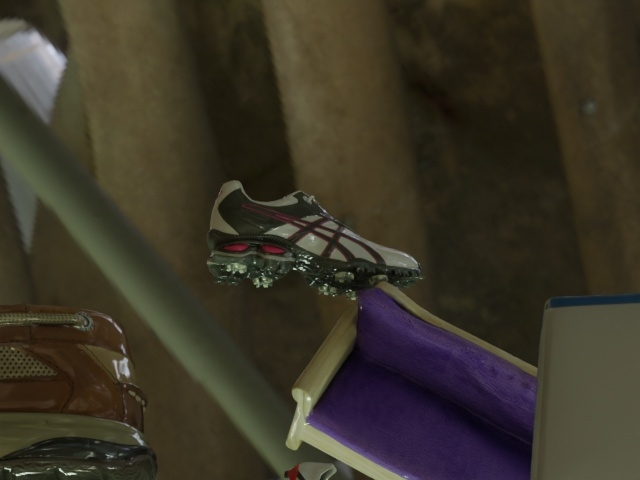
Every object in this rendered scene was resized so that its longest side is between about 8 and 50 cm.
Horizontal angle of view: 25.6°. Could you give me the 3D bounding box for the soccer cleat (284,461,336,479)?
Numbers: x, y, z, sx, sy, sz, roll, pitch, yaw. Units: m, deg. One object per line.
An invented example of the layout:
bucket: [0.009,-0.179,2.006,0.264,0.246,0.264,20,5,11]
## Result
soccer cleat: [-0.003,0.180,0.892,0.036,0.029,0.083,-10,-119,10]

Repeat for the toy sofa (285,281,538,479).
toy sofa: [0.153,0.214,1.570,0.363,0.177,0.150,28,-130,11]

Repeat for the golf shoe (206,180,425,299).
golf shoe: [0.000,0.000,1.677,0.105,0.273,0.120,142,-46,-60]

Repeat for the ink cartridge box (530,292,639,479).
ink cartridge box: [0.362,0.184,1.131,0.286,0.395,0.166,-4,-116,24]

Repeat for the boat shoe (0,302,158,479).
boat shoe: [-0.243,0.075,0.693,0.122,0.324,0.120,125,-33,-52]
